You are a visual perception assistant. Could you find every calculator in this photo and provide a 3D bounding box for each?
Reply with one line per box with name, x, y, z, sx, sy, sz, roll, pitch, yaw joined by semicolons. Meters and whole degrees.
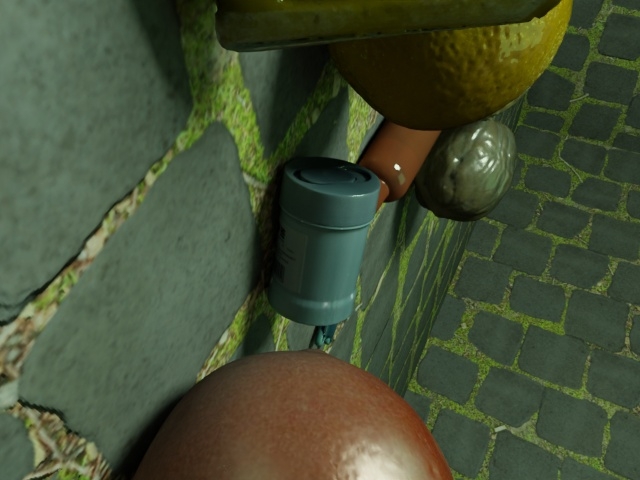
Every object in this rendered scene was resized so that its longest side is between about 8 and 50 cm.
calculator;0.023;0.095;0.932;0.094;0.019;0.141;26;81;-72

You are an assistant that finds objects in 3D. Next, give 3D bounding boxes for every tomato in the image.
tomato;-0.026;0.250;0.532;0.322;0.321;0.322;-56;157;-39

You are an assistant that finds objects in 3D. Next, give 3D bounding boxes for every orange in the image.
orange;0.118;-0.220;0.565;0.236;0.236;0.236;-56;157;-39

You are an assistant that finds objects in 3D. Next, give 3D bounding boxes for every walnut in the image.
walnut;0.276;-0.139;1.157;0.224;0.224;0.224;-56;157;-39

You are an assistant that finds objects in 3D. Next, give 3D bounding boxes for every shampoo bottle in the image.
shampoo bottle;0.099;-0.110;0.851;0.244;0.085;0.085;-56;157;-33

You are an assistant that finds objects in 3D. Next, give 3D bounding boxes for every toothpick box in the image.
toothpick box;0.000;0.000;0.636;0.101;0.101;0.153;-42;148;-57

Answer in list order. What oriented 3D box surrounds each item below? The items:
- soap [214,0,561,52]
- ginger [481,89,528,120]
soap;0.057;-0.205;0.346;0.160;0.257;0.080;88;-5;-51
ginger;0.308;-0.362;1.067;0.375;0.176;0.256;-43;131;-56
